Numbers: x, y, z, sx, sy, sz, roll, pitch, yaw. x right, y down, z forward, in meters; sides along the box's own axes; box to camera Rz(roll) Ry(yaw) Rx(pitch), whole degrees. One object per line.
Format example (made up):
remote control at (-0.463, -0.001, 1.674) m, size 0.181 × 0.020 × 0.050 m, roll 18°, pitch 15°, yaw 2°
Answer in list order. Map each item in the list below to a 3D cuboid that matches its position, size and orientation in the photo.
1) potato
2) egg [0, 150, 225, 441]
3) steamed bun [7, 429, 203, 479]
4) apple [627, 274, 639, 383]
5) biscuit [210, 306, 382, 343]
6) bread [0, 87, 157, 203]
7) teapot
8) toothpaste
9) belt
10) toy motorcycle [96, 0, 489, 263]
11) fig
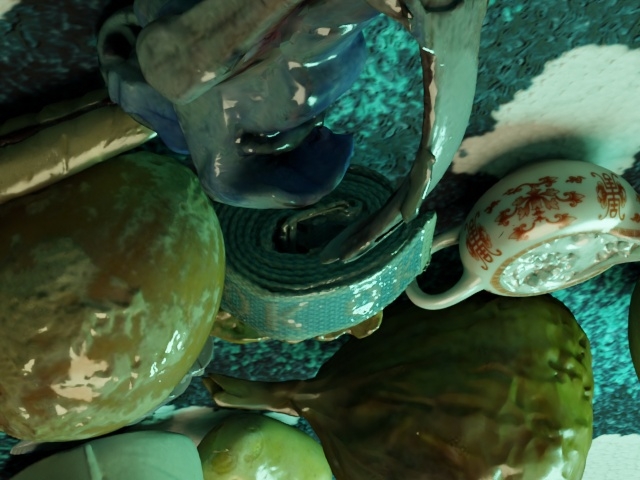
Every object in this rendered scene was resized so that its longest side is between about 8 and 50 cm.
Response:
potato at (-0.063, 0.244, 2.040) m, size 0.118 × 0.109 × 0.178 m, roll -30°, pitch 146°, yaw 27°
egg at (-0.176, 0.042, 1.472) m, size 0.245 × 0.203 × 0.203 m, roll -47°, pitch 154°, yaw -8°
steamed bun at (-0.202, 0.276, 1.951) m, size 0.164 × 0.146 × 0.241 m, roll 0°, pitch 162°, yaw -35°
apple at (0.462, 0.101, 1.864) m, size 0.319 × 0.277 × 0.319 m, roll -14°, pitch 154°, yaw -7°
biscuit at (-0.064, 0.047, 1.634) m, size 0.224 × 0.144 × 0.033 m, roll 0°, pitch 111°, yaw -4°
bread at (-0.212, -0.065, 1.407) m, size 0.214 × 0.073 × 0.053 m, roll -20°, pitch 113°, yaw 10°
teapot at (0.188, -0.004, 1.697) m, size 0.245 × 0.116 × 0.159 m, roll -23°, pitch 165°, yaw 10°
toothpaste at (-0.192, 0.146, 1.838) m, size 0.114 × 0.073 × 0.299 m, roll -7°, pitch 161°, yaw -33°
belt at (-0.008, 0.003, 1.569) m, size 0.163 × 0.147 × 0.082 m, roll -41°, pitch 156°, yaw -32°
toy motorcycle at (-0.028, -0.112, 1.229) m, size 0.182 × 0.241 × 0.319 m, roll -7°, pitch 155°, yaw -31°
fig at (0.069, 0.147, 1.801) m, size 0.368 × 0.286 × 0.286 m, roll 16°, pitch 142°, yaw -21°
